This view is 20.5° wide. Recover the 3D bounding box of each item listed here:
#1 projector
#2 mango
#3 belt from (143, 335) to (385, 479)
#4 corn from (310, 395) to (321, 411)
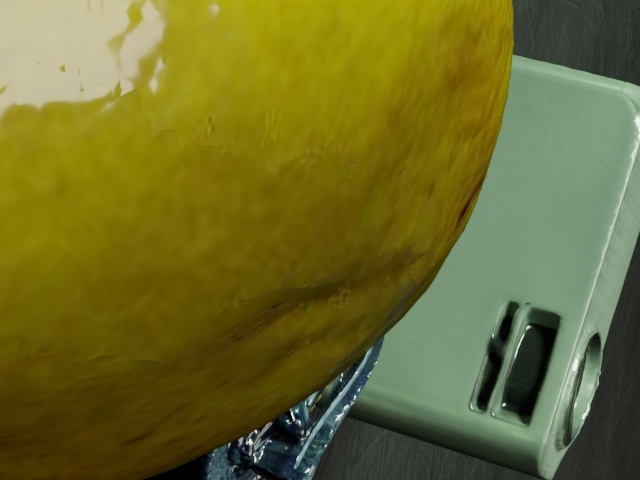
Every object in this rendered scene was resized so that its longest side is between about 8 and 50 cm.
[{"bbox_3d":[0.095,0.008,1.142,0.108,0.198,0.250,37,69,-68],"label":"projector"},{"bbox_3d":[-0.094,-0.041,0.544,0.301,0.220,0.445,-43,165,20],"label":"mango"},{"bbox_3d":[-0.030,0.046,0.940,0.218,0.128,0.122,-57,155,-36],"label":"belt"},{"bbox_3d":[0.000,0.000,1.073,0.231,0.080,0.080,-68,159,-5],"label":"corn"}]
